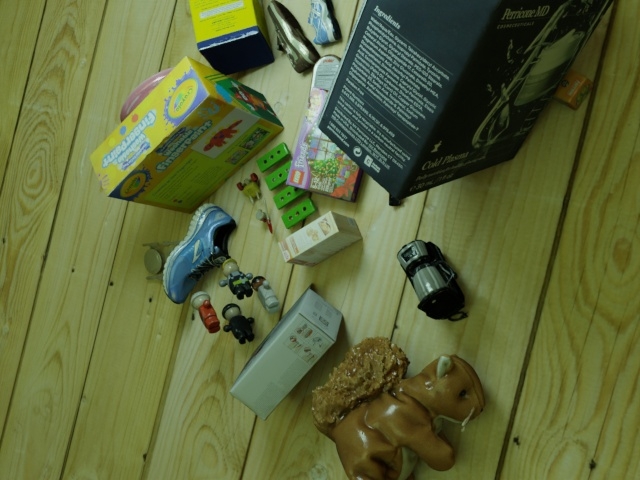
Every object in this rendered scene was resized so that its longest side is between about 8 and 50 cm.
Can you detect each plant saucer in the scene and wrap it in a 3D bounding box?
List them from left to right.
[{"bbox_3d":[-0.448,-0.399,2.130,0.332,0.332,0.084,-37,71,21],"label":"plant saucer"}]

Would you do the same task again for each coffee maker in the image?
[{"bbox_3d":[0.283,0.106,1.754,0.120,0.171,0.178,-23,49,4],"label":"coffee maker"}]

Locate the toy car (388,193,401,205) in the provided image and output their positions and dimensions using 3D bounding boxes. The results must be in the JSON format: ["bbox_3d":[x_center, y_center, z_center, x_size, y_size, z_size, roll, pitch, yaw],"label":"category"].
[{"bbox_3d":[0.239,-0.136,1.875,0.122,0.060,0.040,-17,30,11],"label":"toy car"}]

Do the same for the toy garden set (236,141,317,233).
[{"bbox_3d":[-0.133,-0.139,2.078,0.204,0.049,0.244,-32,70,21],"label":"toy garden set"}]

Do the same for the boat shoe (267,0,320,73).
[{"bbox_3d":[-0.105,-0.619,2.096,0.095,0.095,0.257,-41,66,26],"label":"boat shoe"}]

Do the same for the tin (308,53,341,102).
[{"bbox_3d":[0.021,-0.457,2.033,0.106,0.040,0.189,7,87,27],"label":"tin"}]

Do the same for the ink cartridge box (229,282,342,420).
[{"bbox_3d":[-0.085,0.299,1.916,0.130,0.272,0.309,39,106,-3],"label":"ink cartridge box"}]

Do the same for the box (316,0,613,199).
[{"bbox_3d":[0.311,-0.396,1.506,0.297,0.480,0.472,45,134,25],"label":"box"}]

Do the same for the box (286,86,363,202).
[{"bbox_3d":[0.038,-0.273,1.958,0.201,0.057,0.293,15,91,16],"label":"box"}]

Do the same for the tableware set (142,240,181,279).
[{"bbox_3d":[-0.510,0.064,2.278,0.194,0.039,0.128,-3,94,36],"label":"tableware set"}]

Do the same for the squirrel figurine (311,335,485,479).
[{"bbox_3d":[0.193,0.396,1.695,0.397,0.281,0.370,43,99,25],"label":"squirrel figurine"}]

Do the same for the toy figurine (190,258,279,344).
[{"bbox_3d":[-0.247,0.177,2.013,0.209,0.213,0.148,-49,47,12],"label":"toy figurine"}]

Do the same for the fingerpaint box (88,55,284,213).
[{"bbox_3d":[-0.398,-0.297,2.064,0.445,0.371,0.163,-39,67,21],"label":"fingerpaint box"}]

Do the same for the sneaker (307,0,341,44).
[{"bbox_3d":[-0.005,-0.683,2.051,0.081,0.080,0.211,-20,73,24],"label":"sneaker"}]

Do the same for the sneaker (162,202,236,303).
[{"bbox_3d":[-0.370,0.051,2.132,0.147,0.130,0.330,25,86,25],"label":"sneaker"}]

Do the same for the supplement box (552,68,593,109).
[{"bbox_3d":[0.546,-0.411,1.694,0.233,0.080,0.078,37,104,27],"label":"supplement box"}]

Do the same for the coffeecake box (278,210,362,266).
[{"bbox_3d":[0.000,0.000,1.923,0.185,0.142,0.068,-31,69,24],"label":"coffeecake box"}]

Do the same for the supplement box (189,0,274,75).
[{"bbox_3d":[-0.288,-0.725,2.128,0.195,0.194,0.356,-14,76,8],"label":"supplement box"}]
